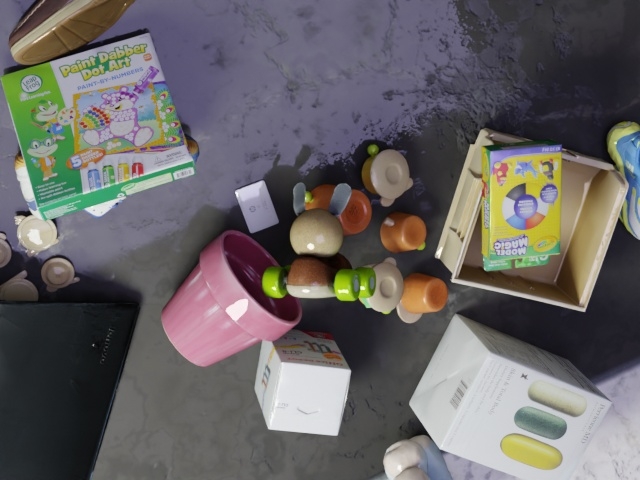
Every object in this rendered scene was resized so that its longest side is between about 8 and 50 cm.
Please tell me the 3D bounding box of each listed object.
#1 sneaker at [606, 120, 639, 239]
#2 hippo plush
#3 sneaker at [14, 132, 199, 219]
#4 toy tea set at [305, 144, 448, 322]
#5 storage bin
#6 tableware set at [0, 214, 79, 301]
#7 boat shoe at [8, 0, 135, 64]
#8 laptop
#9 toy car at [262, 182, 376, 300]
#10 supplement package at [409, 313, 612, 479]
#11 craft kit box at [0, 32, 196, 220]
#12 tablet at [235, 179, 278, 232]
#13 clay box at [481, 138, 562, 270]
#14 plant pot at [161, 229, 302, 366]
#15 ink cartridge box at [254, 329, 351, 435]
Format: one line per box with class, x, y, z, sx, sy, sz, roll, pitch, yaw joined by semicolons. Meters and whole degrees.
sneaker;0.582;-0.093;2.044;0.091;0.126;0.240;-25;110;-3
hippo plush;0.150;0.516;2.130;0.236;0.234;0.294;-35;154;19
sneaker;-0.342;-0.107;1.866;0.297;0.112;0.131;-6;116;-1
toy tea set;0.092;0.010;2.001;0.200;0.124;0.336;-33;110;-32
storage bin;0.373;-0.039;2.019;0.262;0.123;0.260;13;104;-15
tableware set;-0.492;0.039;1.914;0.141;0.020;0.168;-23;112;-3
boat shoe;-0.358;-0.410;1.769;0.342;0.123;0.123;-38;81;7
laptop;-0.582;0.230;1.945;0.408;0.236;0.382;22;106;12
toy car;0.000;0.000;1.859;0.155;0.149;0.188;1;92;21
supplement package;0.341;0.294;2.073;0.263;0.198;0.199;23;100;-18
craft kit box;-0.348;-0.181;1.782;0.250;0.061;0.246;-19;66;-7
tablet;-0.110;-0.058;1.973;0.054;0.006;0.083;-21;109;-5
clay box;0.338;-0.053;1.914;0.127;0.053;0.222;-6;107;-10
plant pot;-0.162;0.111;1.926;0.180;0.201;0.201;-38;111;19
ink cartridge box;-0.034;0.244;1.990;0.128;0.176;0.127;7;105;-14
